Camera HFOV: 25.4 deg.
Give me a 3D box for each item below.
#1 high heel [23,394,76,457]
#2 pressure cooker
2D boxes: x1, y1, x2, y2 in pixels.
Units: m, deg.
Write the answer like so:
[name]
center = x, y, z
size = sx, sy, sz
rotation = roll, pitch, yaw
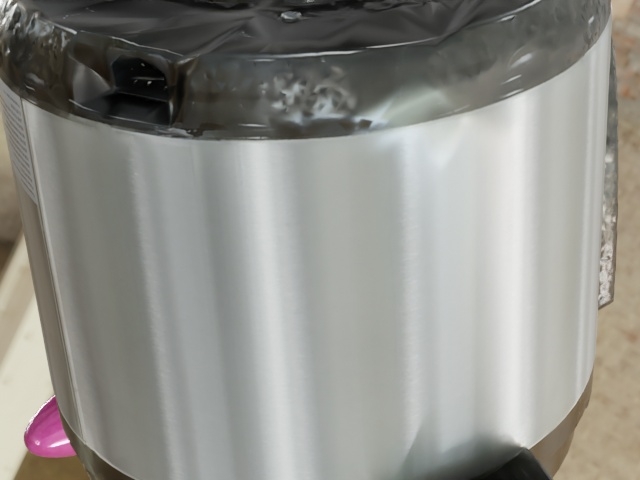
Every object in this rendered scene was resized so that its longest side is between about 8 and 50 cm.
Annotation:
[high heel]
center = -0.195, 0.177, 1.534
size = 0.244, 0.082, 0.117
rotation = -15, -175, -33
[pressure cooker]
center = -0.006, 0.001, 0.906
size = 0.376, 0.420, 0.370
rotation = 6, -149, 17
